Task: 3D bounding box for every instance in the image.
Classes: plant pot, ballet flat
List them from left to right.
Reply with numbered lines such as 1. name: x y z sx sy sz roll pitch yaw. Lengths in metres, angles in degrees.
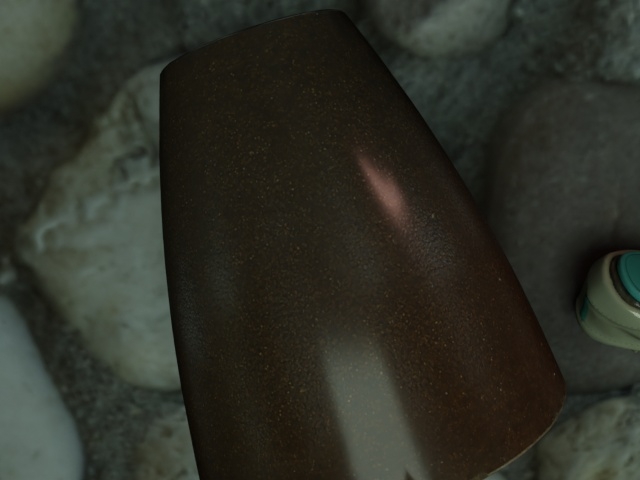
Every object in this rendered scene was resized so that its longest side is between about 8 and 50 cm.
1. plant pot: 0.000 0.000 0.423 0.215 0.215 0.230 -17 97 5
2. ballet flat: 0.295 0.057 0.515 0.248 0.086 0.086 10 111 -4
